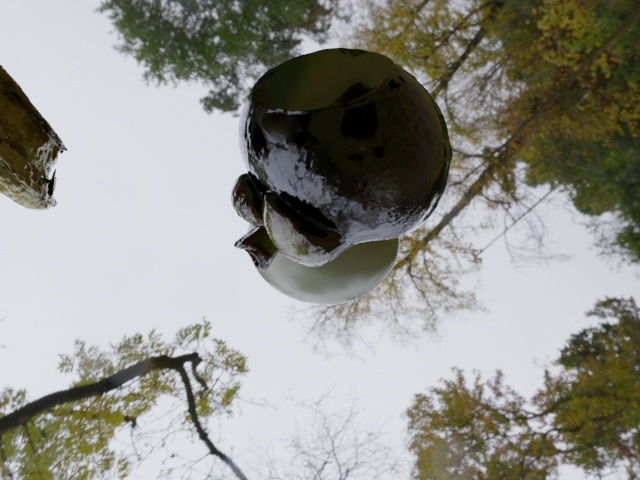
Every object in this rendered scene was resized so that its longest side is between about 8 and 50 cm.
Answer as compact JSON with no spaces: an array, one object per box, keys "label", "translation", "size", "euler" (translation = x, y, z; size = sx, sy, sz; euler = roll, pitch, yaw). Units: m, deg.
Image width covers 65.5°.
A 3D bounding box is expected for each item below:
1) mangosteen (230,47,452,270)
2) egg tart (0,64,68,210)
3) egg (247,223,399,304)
[{"label":"mangosteen","translation":[0.009,-0.090,0.602],"size":[0.233,0.288,0.287],"euler":[72,-167,-47]},{"label":"egg tart","translation":[-0.398,-0.142,0.609],"size":[0.106,0.241,0.241],"euler":[-39,-100,-13]},{"label":"egg","translation":[0.000,0.000,0.851],"size":[0.219,0.269,0.219],"euler":[4,-95,-57]}]
